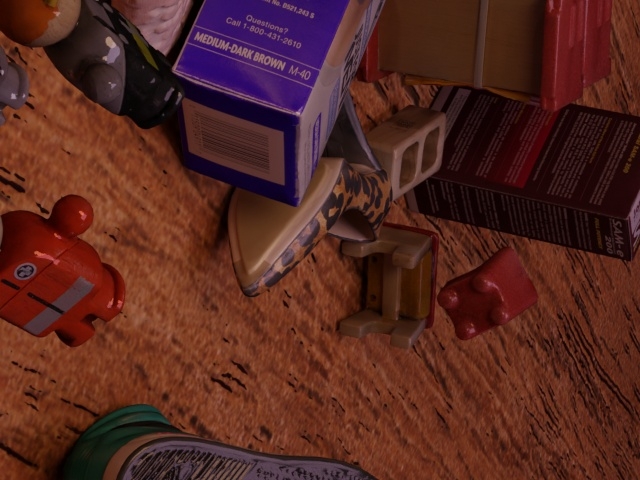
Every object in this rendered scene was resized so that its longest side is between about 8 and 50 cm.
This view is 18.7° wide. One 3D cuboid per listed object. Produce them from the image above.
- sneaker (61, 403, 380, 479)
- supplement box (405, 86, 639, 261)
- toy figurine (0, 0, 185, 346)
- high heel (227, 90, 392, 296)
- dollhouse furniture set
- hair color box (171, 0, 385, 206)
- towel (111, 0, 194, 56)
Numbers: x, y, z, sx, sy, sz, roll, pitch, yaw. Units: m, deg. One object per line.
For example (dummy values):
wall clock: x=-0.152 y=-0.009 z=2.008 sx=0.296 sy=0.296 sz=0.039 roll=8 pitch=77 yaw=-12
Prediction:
sneaker: x=-0.080 y=0.206 z=1.497 sx=0.295 sy=0.178 sz=0.124 roll=23 pitch=80 yaw=-36
supplement box: x=0.214 y=-0.072 z=1.917 sx=0.130 sy=0.239 sz=0.073 roll=-61 pitch=152 yaw=-31
toy figurine: x=-0.202 y=-0.054 z=1.074 sx=0.148 sy=0.213 sz=0.209 roll=35 pitch=67 yaw=-47
high heel: x=0.000 y=0.000 z=1.662 sx=0.261 sy=0.093 sz=0.186 roll=-67 pitch=149 yaw=-41
dollhouse furniture set: x=0.146 y=-0.083 z=1.812 sx=0.152 sy=0.201 sz=0.374 roll=-35 pitch=132 yaw=-56
hair color box: x=0.000 y=-0.217 z=1.486 sx=0.185 sy=0.110 sz=0.339 roll=93 pitch=17 yaw=-70
towel: x=-0.062 y=-0.301 z=1.282 sx=0.332 sy=0.053 sz=0.317 roll=106 pitch=6 yaw=-70
